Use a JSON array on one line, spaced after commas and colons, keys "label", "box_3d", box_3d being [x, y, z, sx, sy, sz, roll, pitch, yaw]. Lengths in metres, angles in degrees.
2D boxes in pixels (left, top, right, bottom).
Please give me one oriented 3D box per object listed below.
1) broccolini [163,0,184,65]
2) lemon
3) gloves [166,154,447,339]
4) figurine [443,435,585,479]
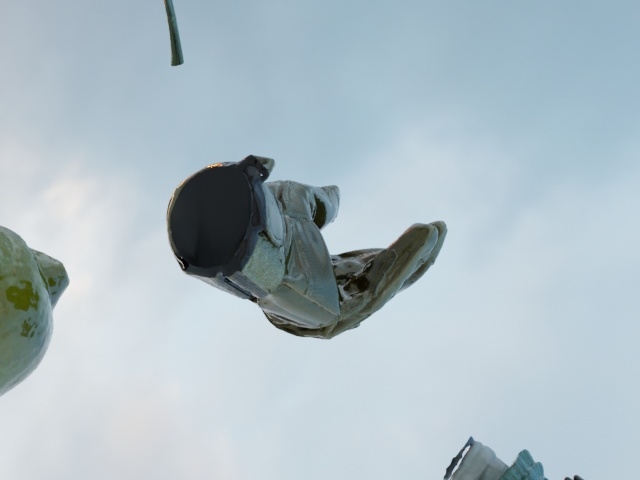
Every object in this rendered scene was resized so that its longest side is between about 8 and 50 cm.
[{"label": "broccolini", "box_3d": [-0.197, -0.326, 1.710, 0.042, 0.044, 0.218, 20, -59, 53]}, {"label": "lemon", "box_3d": [-0.348, 0.074, 1.233, 0.184, 0.248, 0.184, 53, -15, 22]}, {"label": "gloves", "box_3d": [-0.007, 0.015, 1.220, 0.154, 0.331, 0.141, 18, -89, 35]}, {"label": "figurine", "box_3d": [0.244, 0.293, 1.388, 0.110, 0.245, 0.138, -51, 161, -29]}]
